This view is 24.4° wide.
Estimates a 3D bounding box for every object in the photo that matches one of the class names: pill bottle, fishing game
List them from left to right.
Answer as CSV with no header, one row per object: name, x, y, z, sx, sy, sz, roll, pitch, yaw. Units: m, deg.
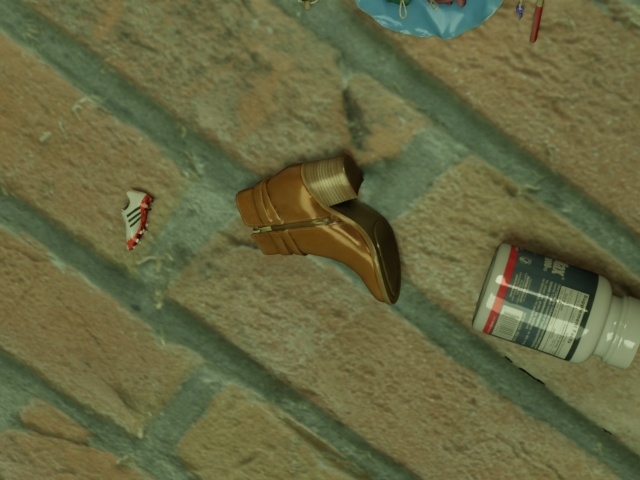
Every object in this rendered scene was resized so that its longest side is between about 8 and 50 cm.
fishing game,0.106,-0.284,1.516,0.264,0.041,0.189,13,129,8
pill bottle,0.271,0.079,1.677,0.180,0.108,0.108,19,127,3

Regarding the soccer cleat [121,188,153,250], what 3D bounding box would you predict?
soccer cleat,-0.229,-0.026,1.810,0.036,0.029,0.083,26,125,10

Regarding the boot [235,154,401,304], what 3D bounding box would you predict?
boot,0.000,0.000,1.731,0.152,0.073,0.197,-17,105,25
